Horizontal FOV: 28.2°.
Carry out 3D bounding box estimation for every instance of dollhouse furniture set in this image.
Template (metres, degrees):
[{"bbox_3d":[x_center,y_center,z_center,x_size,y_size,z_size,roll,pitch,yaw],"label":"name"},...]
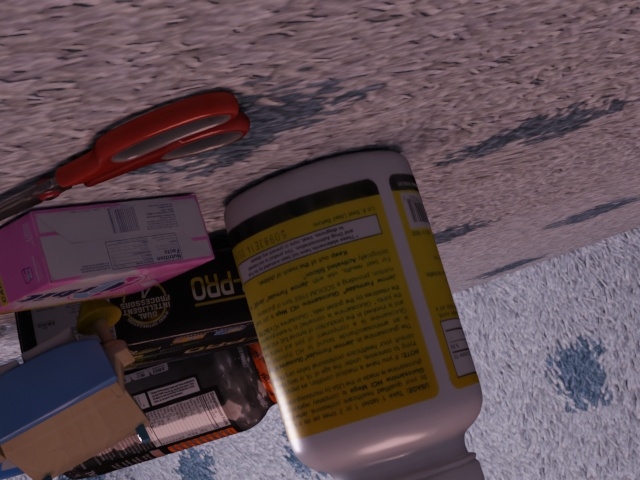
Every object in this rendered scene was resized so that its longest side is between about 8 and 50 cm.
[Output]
[{"bbox_3d":[-0.315,0.162,1.278,0.303,0.198,0.286,-29,155,-5],"label":"dollhouse furniture set"}]

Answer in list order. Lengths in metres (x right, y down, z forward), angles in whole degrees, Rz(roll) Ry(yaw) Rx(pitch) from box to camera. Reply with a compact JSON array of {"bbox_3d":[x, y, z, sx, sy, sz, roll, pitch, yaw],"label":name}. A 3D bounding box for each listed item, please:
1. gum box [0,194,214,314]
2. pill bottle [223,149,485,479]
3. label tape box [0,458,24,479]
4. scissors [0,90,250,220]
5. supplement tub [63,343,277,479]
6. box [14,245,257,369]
[{"bbox_3d":[-0.191,0.012,1.089,0.107,0.062,0.188,-24,170,41],"label":"gum box"},{"bbox_3d":[0.040,0.099,1.197,0.188,0.334,0.188,-16,172,-2],"label":"pill bottle"},{"bbox_3d":[-0.530,0.219,1.550,0.334,0.106,0.240,6,179,16],"label":"label tape box"},{"bbox_3d":[-0.184,-0.044,0.894,0.297,0.021,0.109,-18,175,15],"label":"scissors"},{"bbox_3d":[-0.212,0.186,1.744,0.338,0.207,0.207,-18,172,4],"label":"supplement tub"},{"bbox_3d":[-0.151,0.080,1.478,0.395,0.097,0.318,-11,173,-14],"label":"box"}]
